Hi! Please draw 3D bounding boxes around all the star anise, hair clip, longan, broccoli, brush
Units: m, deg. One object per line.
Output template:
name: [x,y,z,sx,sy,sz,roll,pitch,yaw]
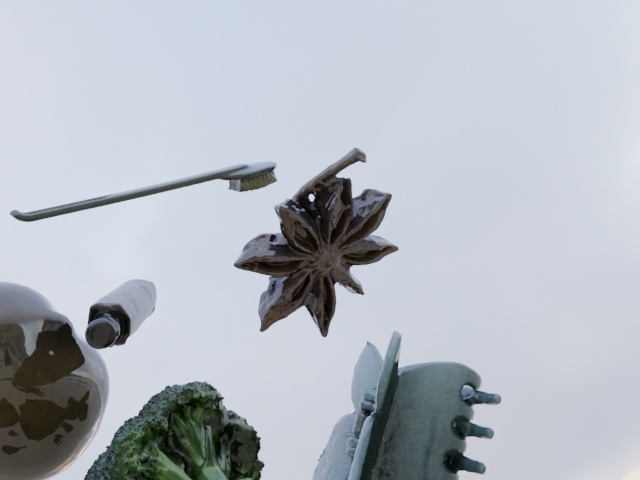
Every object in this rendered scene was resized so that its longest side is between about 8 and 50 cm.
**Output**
star anise: [0.001,0.000,0.793,0.230,0.081,0.262,-4,-59,-24]
hair clip: [0.157,0.350,1.151,0.392,0.239,0.318,115,175,-72]
longan: [-0.545,0.249,1.116,0.361,0.361,0.360,-24,-36,-19]
broccoli: [-0.173,0.353,0.868,0.298,0.297,0.297,-5,-82,-39]
brush: [-0.162,-0.045,0.642,0.266,0.062,0.027,-15,-74,-29]

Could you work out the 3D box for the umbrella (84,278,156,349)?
umbrella: [-0.308,0.112,1.015,0.067,0.073,0.337,-7,4,-6]
